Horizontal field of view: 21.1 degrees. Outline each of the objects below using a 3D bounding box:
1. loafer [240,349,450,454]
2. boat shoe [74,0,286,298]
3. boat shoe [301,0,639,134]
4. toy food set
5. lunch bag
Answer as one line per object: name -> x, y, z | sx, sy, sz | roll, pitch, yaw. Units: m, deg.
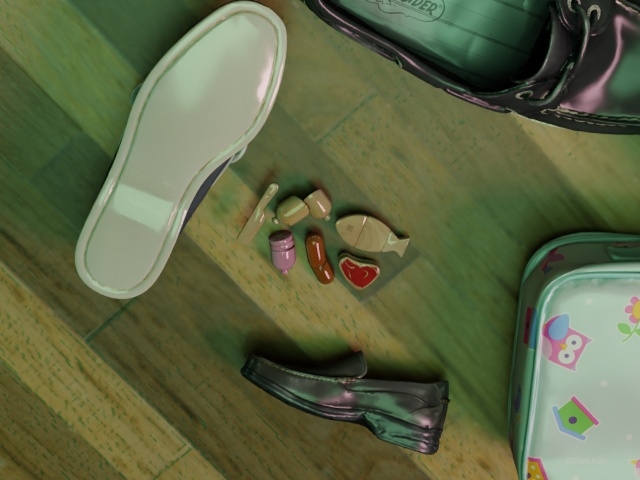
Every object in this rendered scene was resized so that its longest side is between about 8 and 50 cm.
loafer -> 0.021, 0.116, 1.365 | 0.170, 0.062, 0.061 | 20, 88, -10
boat shoe -> -0.103, -0.073, 1.277 | 0.095, 0.079, 0.254 | 22, 112, -10
boat shoe -> 0.137, -0.150, 1.228 | 0.340, 0.113, 0.127 | 25, 108, -9
toy food set -> 0.000, 0.000, 1.337 | 0.122, 0.019, 0.078 | 27, 109, -17
lunch bag -> 0.289, 0.101, 1.324 | 0.279, 0.108, 0.224 | 2, 105, -3
